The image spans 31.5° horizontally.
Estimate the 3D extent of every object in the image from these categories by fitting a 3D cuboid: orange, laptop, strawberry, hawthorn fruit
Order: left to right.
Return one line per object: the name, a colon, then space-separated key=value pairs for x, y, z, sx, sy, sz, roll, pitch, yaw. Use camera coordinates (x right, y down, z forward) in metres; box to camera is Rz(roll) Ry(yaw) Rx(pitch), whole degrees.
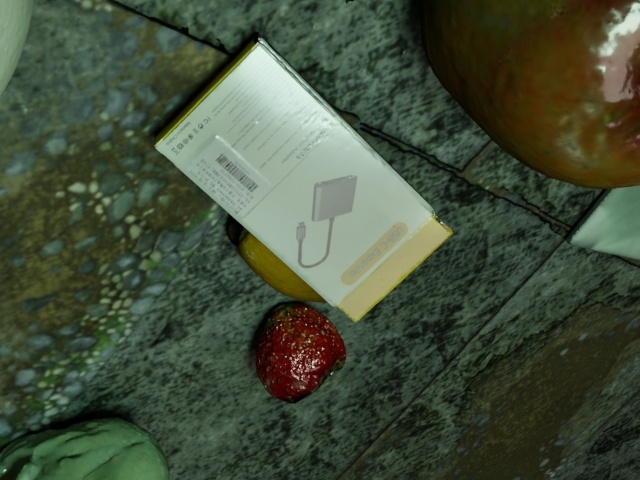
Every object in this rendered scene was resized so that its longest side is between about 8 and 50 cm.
strawberry: x=-0.027 y=0.118 z=1.202 sx=0.106 sy=0.106 sz=0.106 roll=-21 pitch=141 yaw=-18
orange: x=0.000 y=0.000 z=1.082 sx=0.170 sy=0.112 sz=0.160 roll=-11 pitch=139 yaw=-12
hawthorn fruit: x=0.232 y=-0.168 z=0.911 sx=0.267 sy=0.301 sz=0.268 roll=-15 pitch=138 yaw=-14
laptop: x=0.432 y=-0.084 z=1.385 sx=0.187 sy=0.015 sz=0.269 roll=11 pitch=124 yaw=-44

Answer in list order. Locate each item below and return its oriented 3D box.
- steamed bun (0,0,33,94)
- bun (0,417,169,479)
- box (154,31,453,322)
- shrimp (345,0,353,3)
steamed bun: x=-0.294 y=-0.136 z=0.646 sx=0.283 sy=0.177 sz=0.283 roll=-21 pitch=141 yaw=-18
bun: x=-0.259 y=0.257 z=1.130 sx=0.126 sy=0.204 sz=0.212 roll=55 pitch=54 yaw=-29
box: x=-0.012 y=-0.048 z=0.979 sx=0.129 sy=0.033 sz=0.247 roll=-43 pitch=112 yaw=9
shrimp: x=0.043 y=-0.283 z=0.807 sx=0.152 sy=0.046 sz=0.219 roll=-25 pitch=129 yaw=-40
